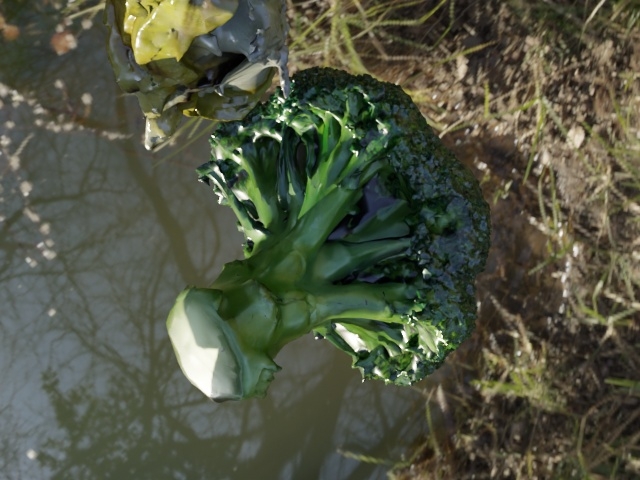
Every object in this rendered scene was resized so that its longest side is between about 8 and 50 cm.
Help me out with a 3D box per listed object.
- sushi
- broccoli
[{"bbox_3d":[-0.070,-0.140,0.561,0.131,0.291,0.139,-3,85,-7],"label":"sushi"},{"bbox_3d":[0.000,0.000,0.731,0.297,0.297,0.298,21,125,33],"label":"broccoli"}]
